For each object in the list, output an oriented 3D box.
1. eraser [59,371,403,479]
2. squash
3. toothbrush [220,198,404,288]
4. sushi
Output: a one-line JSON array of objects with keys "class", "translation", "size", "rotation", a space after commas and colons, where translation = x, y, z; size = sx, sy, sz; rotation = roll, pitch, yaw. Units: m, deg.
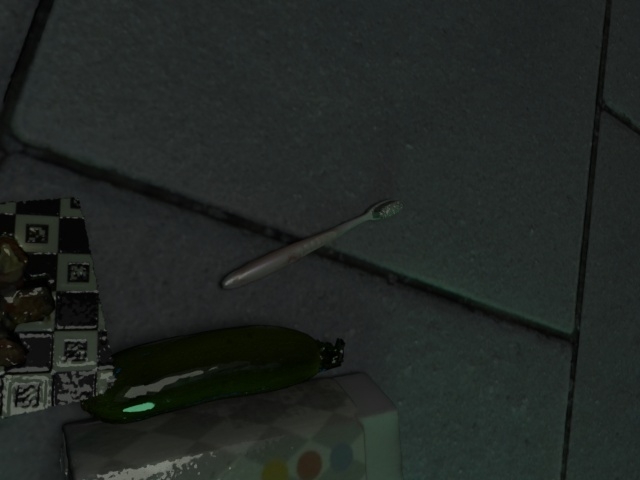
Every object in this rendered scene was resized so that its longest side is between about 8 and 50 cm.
[{"class": "eraser", "translation": [-0.080, 0.289, 0.656], "size": [0.396, 0.082, 0.213], "rotation": [-1, 86, -32]}, {"class": "squash", "translation": [-0.103, 0.145, 0.657], "size": [0.331, 0.087, 0.087], "rotation": [-1, 86, -32]}, {"class": "toothbrush", "translation": [0.000, 0.000, 0.767], "size": [0.307, 0.029, 0.025], "rotation": [-25, 105, -31]}, {"class": "sushi", "translation": [-0.315, 0.068, 0.550], "size": [0.192, 0.040, 0.210], "rotation": [-7, 76, -28]}]
